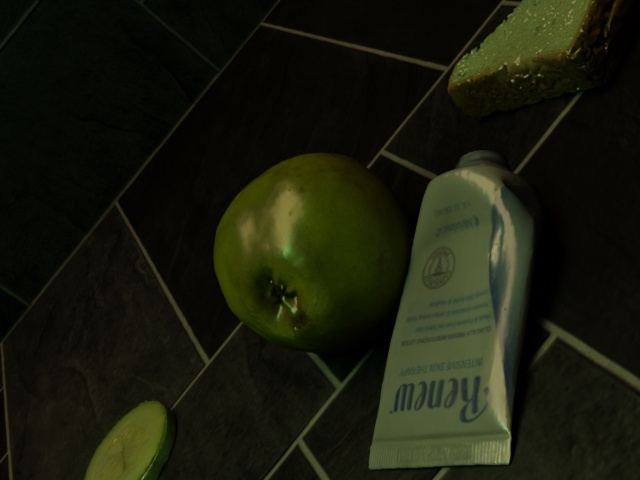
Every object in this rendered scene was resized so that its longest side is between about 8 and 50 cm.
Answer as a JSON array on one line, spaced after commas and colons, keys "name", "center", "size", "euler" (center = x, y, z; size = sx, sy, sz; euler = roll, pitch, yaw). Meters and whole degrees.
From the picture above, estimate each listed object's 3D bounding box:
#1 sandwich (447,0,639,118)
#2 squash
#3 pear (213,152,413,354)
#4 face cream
[{"name": "sandwich", "center": [0.342, -0.317, 1.487], "size": [0.288, 0.100, 0.254], "euler": [-11, 52, 55]}, {"name": "squash", "center": [-0.335, 0.381, 1.749], "size": [0.219, 0.041, 0.219], "euler": [-39, 27, 25]}, {"name": "pear", "center": [0.000, 0.000, 1.445], "size": [0.287, 0.287, 0.375], "euler": [-34, 18, 33]}, {"name": "face cream", "center": [0.178, 0.079, 1.241], "size": [0.235, 0.137, 0.420], "euler": [-17, 53, 49]}]
